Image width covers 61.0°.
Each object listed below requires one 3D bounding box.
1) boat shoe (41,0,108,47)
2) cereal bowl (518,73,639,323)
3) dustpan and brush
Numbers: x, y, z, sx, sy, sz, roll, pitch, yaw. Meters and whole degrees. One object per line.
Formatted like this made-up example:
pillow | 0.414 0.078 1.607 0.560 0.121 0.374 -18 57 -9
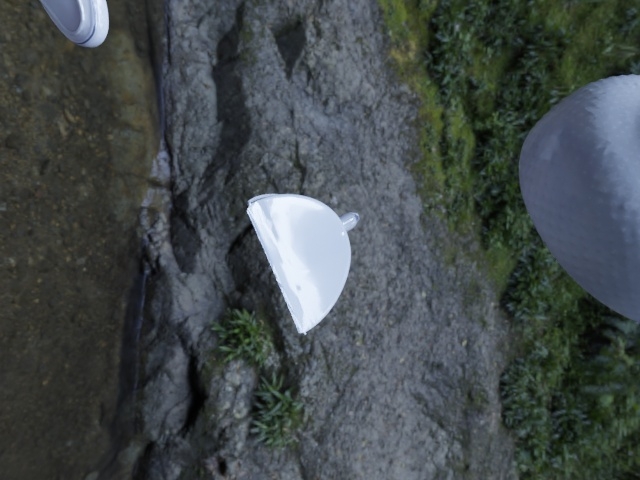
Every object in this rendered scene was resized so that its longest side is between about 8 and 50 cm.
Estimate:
boat shoe | -0.397 -0.401 0.765 0.267 0.096 0.088 68 25 -8
cereal bowl | 0.421 -0.071 0.642 0.141 0.339 0.338 120 -11 -56
dustpan and brush | 0.000 0.000 0.618 0.211 0.060 0.147 -29 100 -45
